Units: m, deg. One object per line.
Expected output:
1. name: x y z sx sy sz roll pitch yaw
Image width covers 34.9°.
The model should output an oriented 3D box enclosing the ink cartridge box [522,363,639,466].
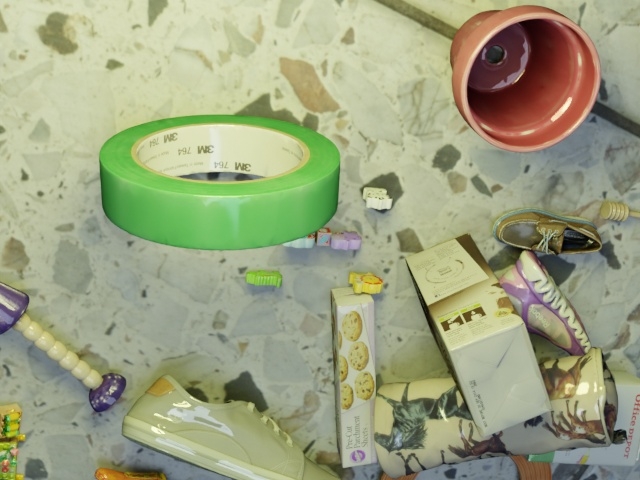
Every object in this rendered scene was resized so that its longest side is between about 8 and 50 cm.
1. ink cartridge box: 0.457 0.308 1.794 0.212 0.093 0.154 6 99 -13

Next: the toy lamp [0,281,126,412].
1. toy lamp: -0.423 0.161 1.573 0.080 0.080 0.275 -38 116 8

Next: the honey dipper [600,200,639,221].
1. honey dipper: 0.544 -0.039 1.702 0.160 0.030 0.030 9 113 -18

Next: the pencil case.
1. pencil case: 0.278 0.283 1.658 0.410 0.160 0.183 -14 159 22

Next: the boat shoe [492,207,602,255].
1. boat shoe: 0.374 -0.011 1.658 0.183 0.066 0.066 0 114 -12

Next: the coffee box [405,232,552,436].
1. coffee box: 0.237 0.136 1.570 0.118 0.297 0.168 -22 117 2

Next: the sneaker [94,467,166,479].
1. sneaker: -0.304 0.417 1.735 0.175 0.064 0.067 29 87 -28

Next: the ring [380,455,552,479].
1. ring: 0.263 0.462 1.879 0.336 0.032 0.337 -5 116 -10

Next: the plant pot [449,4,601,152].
1. plant pot: 0.272 -0.248 1.462 0.201 0.180 0.201 -5 116 -10

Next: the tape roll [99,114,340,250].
1. tape roll: -0.134 -0.087 1.377 0.321 0.321 0.077 -1 115 -11

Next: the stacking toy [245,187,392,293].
1. stacking toy: 0.000 0.000 1.596 0.221 0.052 0.167 2 114 -12

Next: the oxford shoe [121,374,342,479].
1. oxford shoe: -0.111 0.343 1.691 0.449 0.169 0.130 28 71 -23

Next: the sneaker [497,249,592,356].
1. sneaker: 0.371 0.127 1.715 0.104 0.095 0.236 -34 112 13

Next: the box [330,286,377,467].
1. box: 0.057 0.231 1.710 0.067 0.063 0.324 -5 116 -8

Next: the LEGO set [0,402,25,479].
1. LEGO set: -0.548 0.405 1.644 0.132 0.107 0.287 39 102 -24
